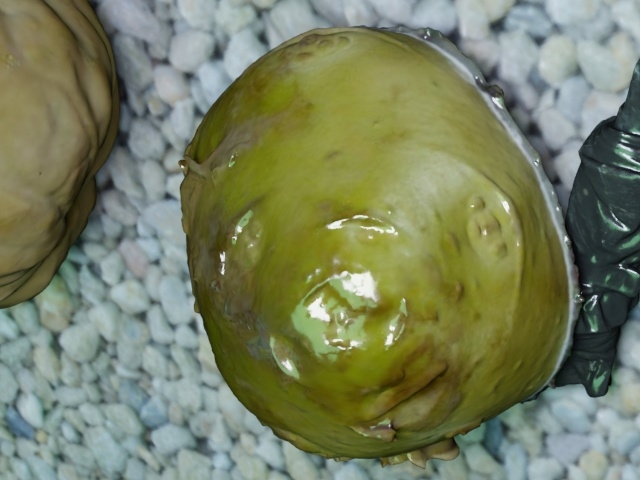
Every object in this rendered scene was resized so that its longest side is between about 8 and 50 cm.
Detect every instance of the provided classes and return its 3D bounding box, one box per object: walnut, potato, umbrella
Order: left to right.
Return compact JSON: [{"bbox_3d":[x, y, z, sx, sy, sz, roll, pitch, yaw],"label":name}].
[{"bbox_3d":[-0.276,-0.089,1.360,0.285,0.285,0.296,52,166,2],"label":"walnut"},{"bbox_3d":[0.000,0.000,1.227,0.299,0.196,0.246,45,131,26],"label":"potato"},{"bbox_3d":[0.179,-0.009,1.218,0.066,0.059,0.236,15,123,8],"label":"umbrella"}]
